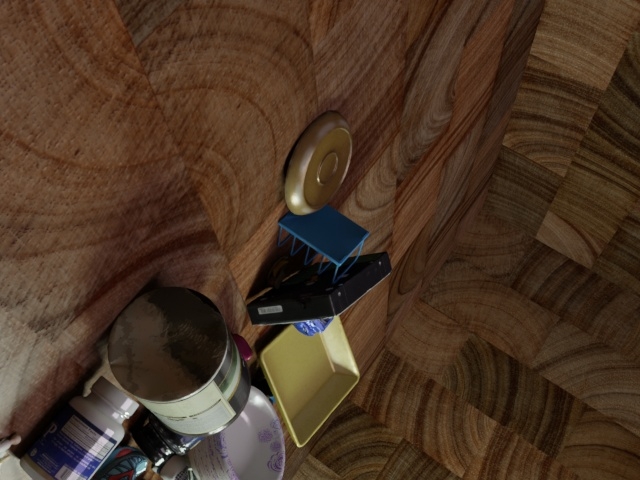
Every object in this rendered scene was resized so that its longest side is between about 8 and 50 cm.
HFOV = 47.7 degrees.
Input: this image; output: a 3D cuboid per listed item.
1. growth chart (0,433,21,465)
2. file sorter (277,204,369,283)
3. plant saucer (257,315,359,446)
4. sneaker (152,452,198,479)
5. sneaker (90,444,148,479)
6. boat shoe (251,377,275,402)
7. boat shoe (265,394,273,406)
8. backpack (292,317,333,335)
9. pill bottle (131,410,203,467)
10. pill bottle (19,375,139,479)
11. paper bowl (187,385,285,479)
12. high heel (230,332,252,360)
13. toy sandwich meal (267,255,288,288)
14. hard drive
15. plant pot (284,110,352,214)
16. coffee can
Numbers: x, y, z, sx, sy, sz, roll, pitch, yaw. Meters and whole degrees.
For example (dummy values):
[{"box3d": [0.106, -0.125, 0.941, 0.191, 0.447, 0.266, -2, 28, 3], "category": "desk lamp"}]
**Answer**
[{"box3d": [-0.554, 0.408, 1.078, 0.237, 0.021, 0.172, -61, 162, 11], "category": "growth chart"}, {"box3d": [0.000, 0.000, 1.644, 0.118, 0.170, 0.104, -45, 162, -35], "category": "file sorter"}, {"box3d": [-0.045, 0.359, 2.083, 0.333, 0.081, 0.333, -41, 120, -42], "category": "plant saucer"}, {"box3d": [-0.345, 0.589, 1.835, 0.090, 0.095, 0.235, -57, 164, -8], "category": "sneaker"}, {"box3d": [-0.417, 0.502, 1.435, 0.104, 0.125, 0.262, -62, 162, 15], "category": "sneaker"}, {"box3d": [-0.115, 0.416, 2.158, 0.109, 0.089, 0.258, -47, 161, 14], "category": "boat shoe"}, {"box3d": [-0.225, 0.574, 2.026, 0.335, 0.095, 0.112, -48, -176, 11], "category": "boat shoe"}, {"box3d": [-0.036, 0.192, 1.952, 0.101, 0.098, 0.120, -50, 130, -23], "category": "backpack"}, {"box3d": [-0.288, 0.377, 1.551, 0.219, 0.123, 0.123, -40, 158, -13], "category": "pill bottle"}, {"box3d": [-0.397, 0.327, 1.213, 0.186, 0.112, 0.112, -52, 162, -19], "category": "pill bottle"}, {"box3d": [-0.221, 0.514, 1.812, 0.148, 0.284, 0.284, -21, 178, 25], "category": "paper bowl"}, {"box3d": [-0.187, 0.263, 1.666, 0.082, 0.117, 0.244, -52, 162, -20], "category": "high heel"}, {"box3d": [-0.098, 0.077, 1.736, 0.085, 0.029, 0.085, -50, 161, -24], "category": "toy sandwich meal"}, {"box3d": [0.007, 0.116, 1.772, 0.339, 0.237, 0.064, -32, 109, -58], "category": "hard drive"}, {"box3d": [0.006, -0.159, 1.548, 0.236, 0.032, 0.236, -45, 149, -38], "category": "plant pot"}, {"box3d": [-0.244, 0.228, 1.308, 0.201, 0.201, 0.275, -52, 162, -19], "category": "coffee can"}]
